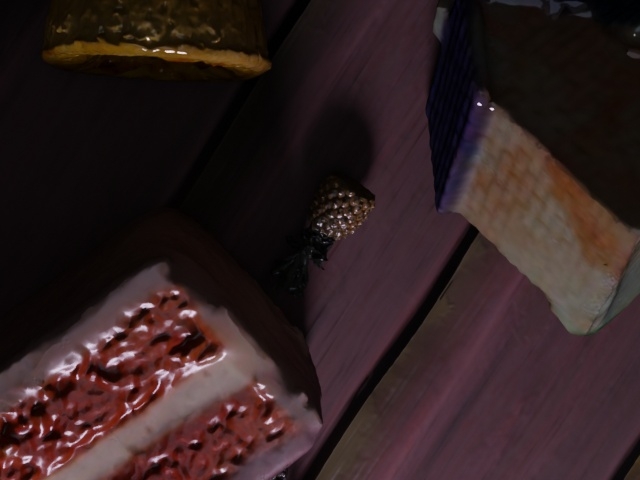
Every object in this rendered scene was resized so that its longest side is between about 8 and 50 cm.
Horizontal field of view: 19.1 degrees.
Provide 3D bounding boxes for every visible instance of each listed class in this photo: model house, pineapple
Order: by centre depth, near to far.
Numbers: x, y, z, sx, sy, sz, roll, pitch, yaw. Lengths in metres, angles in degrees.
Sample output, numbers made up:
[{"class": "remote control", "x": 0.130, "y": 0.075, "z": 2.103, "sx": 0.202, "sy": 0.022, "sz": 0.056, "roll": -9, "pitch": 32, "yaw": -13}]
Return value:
[{"class": "model house", "x": 0.242, "y": -0.135, "z": 1.644, "sx": 0.312, "sy": 0.245, "sz": 0.280, "roll": -40, "pitch": 72, "yaw": -22}, {"class": "pineapple", "x": 0.000, "y": 0.000, "z": 1.727, "sx": 0.058, "sy": 0.058, "sz": 0.124, "roll": 29, "pitch": 103, "yaw": -8}]

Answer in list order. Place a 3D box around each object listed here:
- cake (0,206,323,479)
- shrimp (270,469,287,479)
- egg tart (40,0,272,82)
[{"class": "cake", "x": -0.167, "y": 0.144, "z": 1.657, "sx": 0.309, "sy": 0.230, "sz": 0.237, "roll": -39, "pitch": 103, "yaw": 3}, {"class": "shrimp", "x": -0.047, "y": 0.212, "z": 1.775, "sx": 0.038, "sy": 0.029, "sz": 0.092, "roll": 9, "pitch": 105, "yaw": -13}, {"class": "egg tart", "x": -0.135, "y": -0.215, "z": 1.620, "sx": 0.202, "sy": 0.202, "sz": 0.147, "roll": 4, "pitch": 87, "yaw": -4}]
